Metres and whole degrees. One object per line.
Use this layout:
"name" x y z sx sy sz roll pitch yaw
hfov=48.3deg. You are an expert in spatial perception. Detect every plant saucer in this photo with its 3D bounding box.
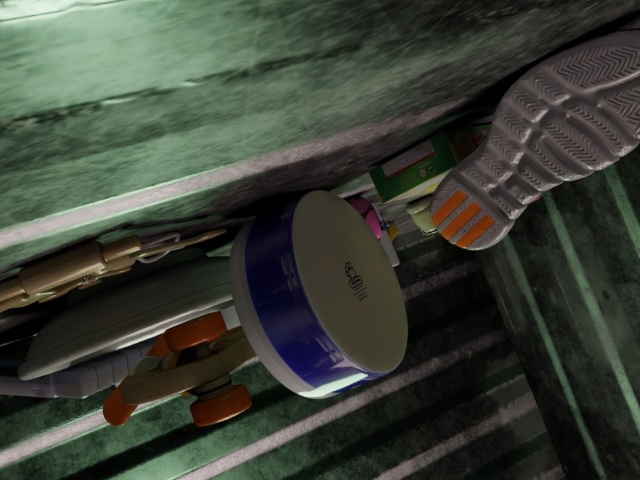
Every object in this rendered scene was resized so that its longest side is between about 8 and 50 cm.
"plant saucer" -0.262 0.093 1.077 0.401 0.100 0.400 -21 177 -1

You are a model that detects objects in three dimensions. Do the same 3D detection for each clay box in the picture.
"clay box" 0.181 -0.110 0.975 0.127 0.053 0.222 -27 174 39

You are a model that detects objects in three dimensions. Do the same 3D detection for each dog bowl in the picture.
"dog bowl" 0.005 0.069 0.958 0.104 0.264 0.265 -26 174 28

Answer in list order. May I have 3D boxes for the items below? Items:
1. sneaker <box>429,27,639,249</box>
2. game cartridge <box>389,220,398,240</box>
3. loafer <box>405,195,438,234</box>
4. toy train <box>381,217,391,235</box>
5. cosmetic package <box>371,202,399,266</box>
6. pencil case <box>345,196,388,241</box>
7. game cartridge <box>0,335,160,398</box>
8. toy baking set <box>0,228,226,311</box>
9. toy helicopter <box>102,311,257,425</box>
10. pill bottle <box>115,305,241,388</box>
"sneaker" 0.252 -0.129 0.780 0.180 0.124 0.321 -44 -179 -42
"game cartridge" 0.077 0.068 2.232 0.285 0.052 0.323 -23 -166 31
"loafer" 0.292 -0.065 1.892 0.102 0.092 0.268 -23 176 22
"toy train" 0.123 -0.017 1.796 0.105 0.080 0.184 -28 174 13
"cosmetic package" -0.007 0.041 1.436 0.224 0.138 0.225 -19 174 -29
"pencil case" 0.000 0.000 1.187 0.209 0.098 0.095 -18 -171 -14
"game cartridge" -0.491 0.222 1.310 0.355 0.068 0.230 -3 -178 27
"toy baking set" -0.239 0.022 0.794 0.256 0.030 0.197 -21 179 3
"toy helicopter" -0.188 0.190 1.123 0.235 0.140 0.355 -20 179 18
"pill bottle" -0.303 0.224 1.732 0.408 0.228 0.229 -21 176 -8
